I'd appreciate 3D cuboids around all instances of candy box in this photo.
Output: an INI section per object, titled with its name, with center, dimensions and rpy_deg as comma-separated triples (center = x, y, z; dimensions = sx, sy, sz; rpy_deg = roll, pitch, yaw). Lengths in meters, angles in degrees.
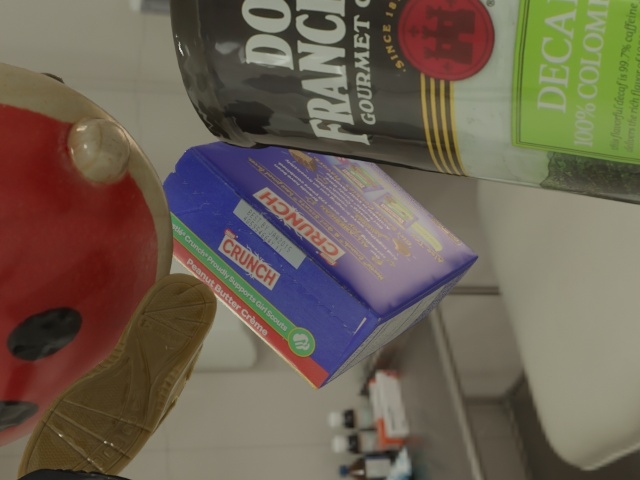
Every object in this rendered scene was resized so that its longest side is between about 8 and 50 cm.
[candy box]
center = 0.000, 0.000, 1.208
dimensions = 0.268, 0.317, 0.122
rpy_deg = 43, 114, 13

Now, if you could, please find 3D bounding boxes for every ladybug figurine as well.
[ladybug figurine]
center = -0.294, 0.045, 0.789
dimensions = 0.449, 0.305, 0.162
rpy_deg = -35, 27, 35

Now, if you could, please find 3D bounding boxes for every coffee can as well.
[coffee can]
center = 0.098, -0.124, 0.500
dimensions = 0.201, 0.275, 0.202
rpy_deg = 10, -90, -72

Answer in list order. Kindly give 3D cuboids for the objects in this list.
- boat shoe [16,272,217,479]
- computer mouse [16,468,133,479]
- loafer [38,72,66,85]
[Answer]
[boat shoe]
center = -0.119, 0.100, 0.666
dimensions = 0.170, 0.063, 0.059
rpy_deg = -53, -13, -26
[computer mouse]
center = -0.077, 0.126, 0.457
dimensions = 0.242, 0.071, 0.041
rpy_deg = -10, 118, 40
[loafer]
center = -0.324, -0.111, 0.918
dimensions = 0.094, 0.251, 0.087
rpy_deg = 55, -152, -66
